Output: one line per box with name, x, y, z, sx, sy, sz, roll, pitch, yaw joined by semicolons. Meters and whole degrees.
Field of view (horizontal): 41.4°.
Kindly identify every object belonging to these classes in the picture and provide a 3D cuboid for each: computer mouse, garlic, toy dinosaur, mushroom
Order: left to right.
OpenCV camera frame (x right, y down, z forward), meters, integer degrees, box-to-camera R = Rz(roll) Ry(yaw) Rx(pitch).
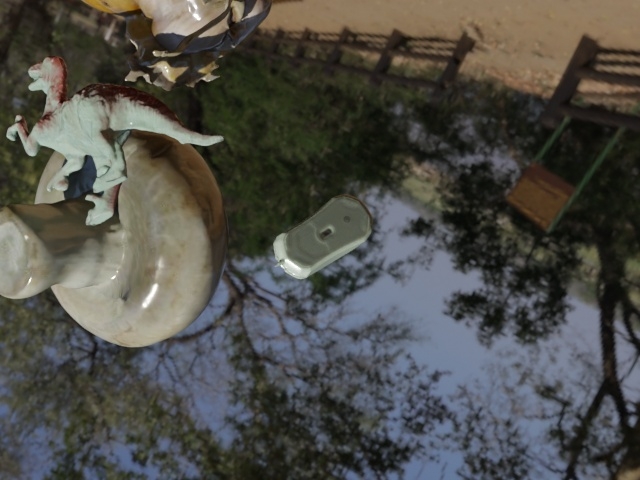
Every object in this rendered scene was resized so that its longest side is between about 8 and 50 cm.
mushroom;-0.223;-0.008;0.858;0.243;0.243;0.243;26;-174;-3
toy dinosaur;-0.177;-0.102;0.718;0.242;0.167;0.053;-11;161;35
garlic;-0.131;-0.210;0.801;0.207;0.207;0.257;22;-132;-33
computer mouse;0.000;0.000;1.364;0.089;0.181;0.056;53;162;12
